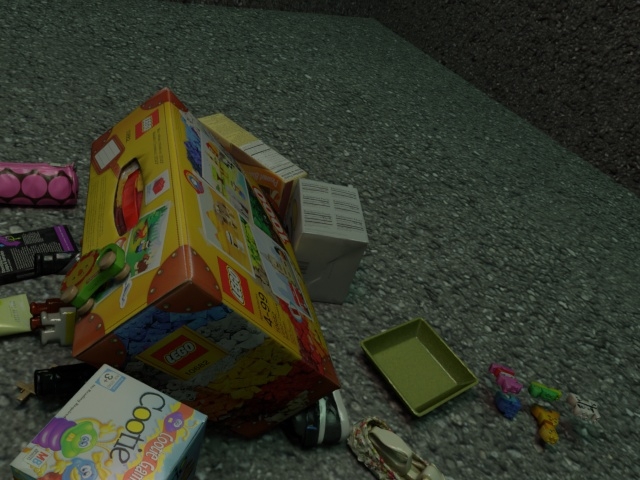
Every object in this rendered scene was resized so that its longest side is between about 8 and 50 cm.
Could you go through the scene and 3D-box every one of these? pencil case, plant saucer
[{"bbox_3d":[-0.653,-0.131,1.123,0.209,0.098,0.095,-2,43,-24],"label":"pencil case"},{"bbox_3d":[0.197,0.263,1.042,0.188,0.045,0.188,-14,48,-35],"label":"plant saucer"}]

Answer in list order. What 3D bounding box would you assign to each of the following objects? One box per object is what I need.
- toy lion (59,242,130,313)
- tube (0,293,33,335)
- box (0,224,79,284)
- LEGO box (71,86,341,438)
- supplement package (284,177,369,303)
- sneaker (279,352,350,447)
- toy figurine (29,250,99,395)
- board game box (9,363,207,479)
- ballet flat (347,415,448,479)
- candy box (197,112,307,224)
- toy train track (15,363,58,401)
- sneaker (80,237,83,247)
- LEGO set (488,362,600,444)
[{"bbox_3d":[-0.292,0.040,0.646,0.034,0.100,0.096,48,3,-35],"label":"toy lion"},{"bbox_3d":[-0.617,0.142,0.843,0.240,0.062,0.070,-8,86,-37],"label":"tube"},{"bbox_3d":[-0.581,0.026,1.019,0.162,0.029,0.116,-13,47,-36],"label":"box"},{"bbox_3d":[-0.197,0.028,0.878,0.372,0.193,0.500,47,14,-43],"label":"LEGO box"},{"bbox_3d":[0.000,0.000,1.157,0.149,0.194,0.203,10,38,-13],"label":"supplement package"},{"bbox_3d":[-0.035,0.264,0.916,0.121,0.079,0.217,-1,42,-23],"label":"sneaker"},{"bbox_3d":[-0.385,0.128,0.830,0.148,0.210,0.213,1,41,-34],"label":"toy figurine"},{"bbox_3d":[-0.248,0.309,0.613,0.142,0.275,0.144,25,38,7],"label":"board game box"},{"bbox_3d":[0.148,0.386,0.846,0.241,0.077,0.091,34,39,17],"label":"ballet flat"},{"bbox_3d":[-0.192,-0.165,1.287,0.316,0.183,0.087,36,42,21],"label":"candy box"},{"bbox_3d":[-0.462,0.235,0.828,0.048,0.014,0.083,22,31,4],"label":"toy train track"},{"bbox_3d":[-0.424,0.035,1.048,0.175,0.064,0.067,20,48,6],"label":"sneaker"},{"bbox_3d":[0.439,0.342,1.009,0.227,0.087,0.093,20,23,1],"label":"LEGO set"}]
